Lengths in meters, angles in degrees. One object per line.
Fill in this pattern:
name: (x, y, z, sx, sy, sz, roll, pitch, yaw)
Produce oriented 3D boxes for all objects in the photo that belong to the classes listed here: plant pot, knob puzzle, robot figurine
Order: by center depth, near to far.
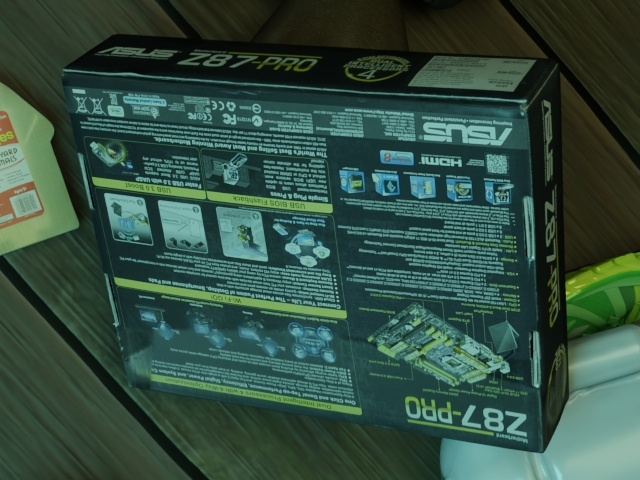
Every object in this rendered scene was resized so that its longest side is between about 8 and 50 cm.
knob puzzle: (-0.338, -0.072, 1.260, 0.213, 0.030, 0.213, 2, 81, -15)
robot figurine: (0.263, 0.195, 1.272, 0.353, 0.200, 0.300, -21, 128, 2)
plant pot: (0.003, -0.134, 1.290, 0.215, 0.215, 0.230, 23, 61, -11)

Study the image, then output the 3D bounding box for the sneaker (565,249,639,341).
sneaker: (0.308, 0.077, 1.375, 0.295, 0.109, 0.124, -14, 84, -16)

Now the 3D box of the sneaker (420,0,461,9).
sneaker: (0.134, -0.285, 1.312, 0.135, 0.276, 0.098, -23, 89, 0)

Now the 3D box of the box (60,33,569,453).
box: (0.000, 0.000, 1.120, 0.097, 0.394, 0.318, -50, 139, -52)
